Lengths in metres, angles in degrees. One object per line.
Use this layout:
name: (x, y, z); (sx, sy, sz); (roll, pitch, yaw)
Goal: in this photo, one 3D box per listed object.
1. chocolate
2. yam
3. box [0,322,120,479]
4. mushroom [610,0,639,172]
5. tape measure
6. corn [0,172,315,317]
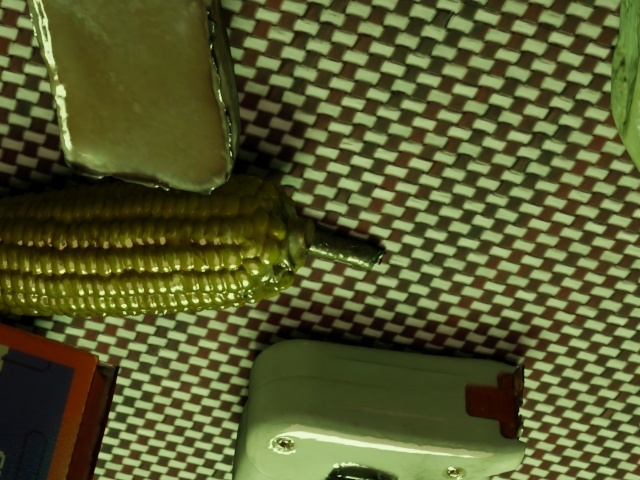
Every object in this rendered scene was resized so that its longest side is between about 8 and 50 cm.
chocolate: (-0.129, -0.151, 1.230); (0.161, 0.083, 0.261); (15, 140, 13)
yam: (0.000, 0.000, 1.438); (0.129, 0.027, 0.033); (17, 139, -16)
box: (-0.387, 0.251, 1.471); (0.256, 0.319, 0.348); (22, 153, -18)
mushroom: (0.278, -0.106, 1.255); (0.107, 0.087, 0.333); (-19, 131, 19)
tape measure: (0.049, 0.206, 1.599); (0.258, 0.130, 0.265); (7, 140, -8)
corn: (-0.180, 0.005, 1.388); (0.363, 0.120, 0.120); (-2, 139, 16)
